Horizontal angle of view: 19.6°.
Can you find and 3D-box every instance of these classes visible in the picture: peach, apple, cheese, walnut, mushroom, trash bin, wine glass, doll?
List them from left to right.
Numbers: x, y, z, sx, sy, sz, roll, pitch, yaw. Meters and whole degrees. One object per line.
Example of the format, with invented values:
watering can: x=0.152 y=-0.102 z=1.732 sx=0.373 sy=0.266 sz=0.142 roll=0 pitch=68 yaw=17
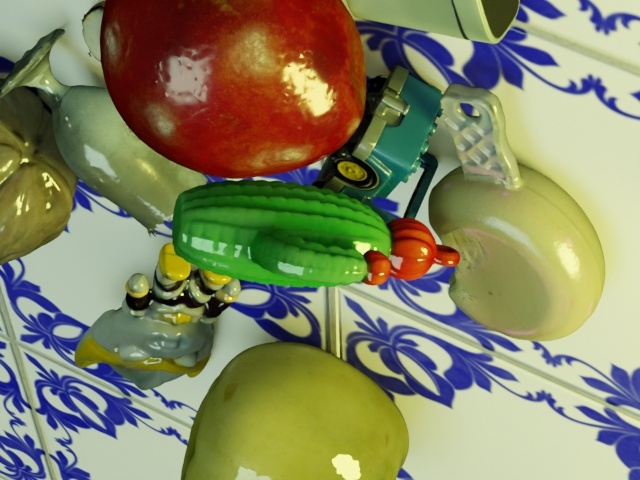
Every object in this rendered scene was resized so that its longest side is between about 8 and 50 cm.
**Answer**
walnut: x=-0.363 y=-0.064 z=1.942 sx=0.224 sy=0.224 sz=0.224 roll=25 pitch=149 yaw=16
wine glass: x=-0.215 y=-0.107 z=1.847 sx=0.222 sy=0.103 sz=0.103 roll=43 pitch=149 yaw=-16
mushroom: x=-0.206 y=-0.200 z=1.779 sx=0.049 sy=0.019 sz=0.101 roll=33 pitch=153 yaw=2
doll: x=-0.175 y=0.095 z=2.109 sx=0.103 sy=0.145 sz=0.316 roll=62 pitch=150 yaw=19
peach: x=-0.071 y=-0.152 z=1.520 sx=0.243 sy=0.199 sz=0.243 roll=36 pitch=166 yaw=10
apple: x=-0.032 y=0.240 z=2.030 sx=0.262 sy=0.262 sz=0.262 roll=25 pitch=149 yaw=16
trash bin: x=0.079 y=-0.215 z=1.437 sx=0.130 sy=0.059 sz=0.116 roll=15 pitch=144 yaw=32
cheese: x=0.158 y=-0.028 z=1.620 sx=0.163 sy=0.082 sz=0.286 roll=10 pitch=140 yaw=34

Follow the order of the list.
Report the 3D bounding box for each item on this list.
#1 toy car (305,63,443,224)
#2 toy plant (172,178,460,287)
toy car: x=0.055 y=-0.068 z=1.637 sx=0.100 sy=0.097 sz=0.191 roll=30 pitch=151 yaw=-7
toy plant: x=-0.008 y=0.001 z=1.571 sx=0.240 sy=0.154 sz=0.088 roll=14 pitch=104 yaw=10
